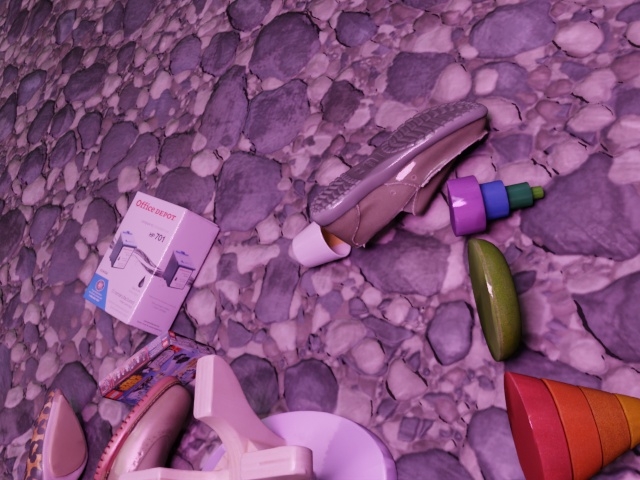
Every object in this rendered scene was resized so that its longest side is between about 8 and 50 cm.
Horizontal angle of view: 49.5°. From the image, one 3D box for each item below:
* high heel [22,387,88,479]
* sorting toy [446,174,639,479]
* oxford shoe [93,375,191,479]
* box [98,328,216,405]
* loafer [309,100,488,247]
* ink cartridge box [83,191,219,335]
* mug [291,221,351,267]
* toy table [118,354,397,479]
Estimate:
[{"bbox_3d":[-0.441,0.363,1.026,0.186,0.093,0.261,-19,66,21],"label":"high heel"},{"bbox_3d":[0.223,0.068,0.686,0.126,0.127,0.365,-12,51,5],"label":"sorting toy"},{"bbox_3d":[-0.228,0.350,0.887,0.130,0.123,0.348,18,76,15],"label":"oxford shoe"},{"bbox_3d":[-0.224,0.181,0.960,0.137,0.094,0.027,-37,51,16],"label":"box"},{"bbox_3d":[0.106,-0.081,0.864,0.251,0.087,0.094,-35,24,4],"label":"loafer"},{"bbox_3d":[-0.262,0.034,1.073,0.140,0.082,0.190,18,81,41],"label":"ink cartridge box"},{"bbox_3d":[0.000,0.004,0.916,0.064,0.078,0.062,-29,85,33],"label":"mug"},{"bbox_3d":[-0.076,0.264,0.762,0.274,0.161,0.252,-30,52,23],"label":"toy table"}]
